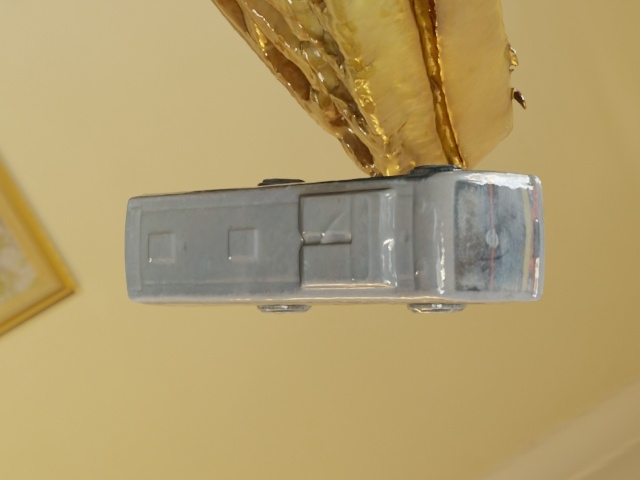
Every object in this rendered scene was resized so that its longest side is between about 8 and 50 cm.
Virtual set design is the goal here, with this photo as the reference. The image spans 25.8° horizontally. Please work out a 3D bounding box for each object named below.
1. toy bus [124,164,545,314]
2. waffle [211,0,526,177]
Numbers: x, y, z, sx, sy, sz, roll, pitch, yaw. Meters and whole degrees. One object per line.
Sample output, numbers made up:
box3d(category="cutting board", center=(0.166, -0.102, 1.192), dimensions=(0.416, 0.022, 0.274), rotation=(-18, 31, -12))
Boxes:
box3d(category="toy bus", center=(0.000, 0.000, 0.607), dimensions=(0.190, 0.064, 0.075), rotation=(-3, 175, 39))
box3d(category="waffle", center=(-0.034, -0.186, 0.691), dimensions=(0.098, 0.327, 0.224), rotation=(-35, 154, -4))
